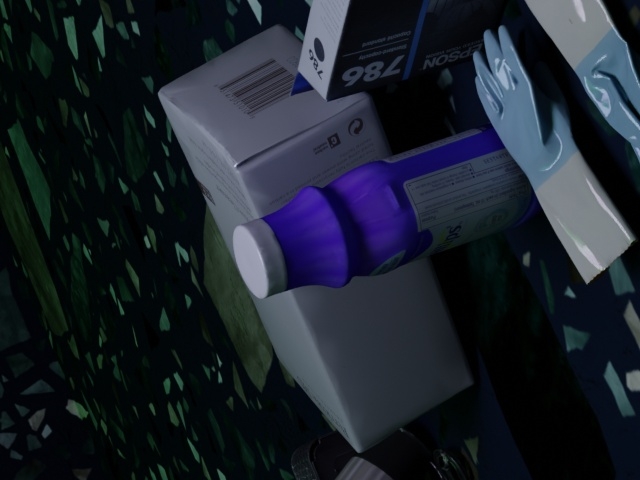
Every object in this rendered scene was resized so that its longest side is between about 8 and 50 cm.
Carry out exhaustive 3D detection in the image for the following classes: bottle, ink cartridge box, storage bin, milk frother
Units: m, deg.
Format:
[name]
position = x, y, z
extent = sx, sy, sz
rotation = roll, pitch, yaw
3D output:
[bottle]
position = 0.064, -0.024, 1.492
extent = 0.092, 0.283, 0.118
rotation = 66, 158, 12
[ink cartridge box]
position = 0.079, -0.216, 1.451
extent = 0.332, 0.165, 0.065
rotation = 106, 142, -59
[storage bin]
position = 0.056, 0.308, 2.035
extent = 0.180, 0.122, 0.084
rotation = 68, 160, 7
[milk frother]
position = 0.084, 0.285, 1.925
extent = 0.129, 0.135, 0.143
rotation = 39, 161, -3

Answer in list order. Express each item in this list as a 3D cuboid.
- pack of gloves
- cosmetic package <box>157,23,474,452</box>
[pack of gloves]
position = 0.220, -0.109, 1.393
extent = 0.232, 0.046, 0.195
rotation = 61, 146, 16
[cosmetic package]
position = 0.000, 0.000, 1.746
extent = 0.217, 0.156, 0.385
rotation = 44, 160, 54
